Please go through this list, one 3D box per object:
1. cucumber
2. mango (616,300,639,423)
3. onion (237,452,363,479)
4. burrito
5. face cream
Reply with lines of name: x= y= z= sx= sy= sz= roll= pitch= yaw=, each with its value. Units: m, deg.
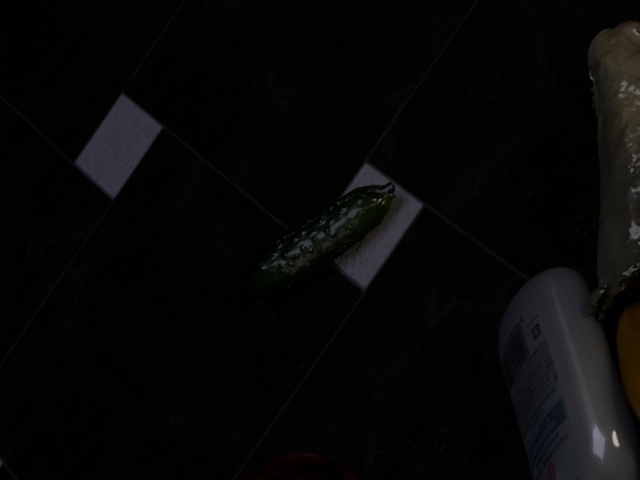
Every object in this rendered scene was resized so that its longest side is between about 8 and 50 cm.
cucumber: x=0.000 y=0.000 z=2.037 sx=0.227 sy=0.069 sz=0.069 roll=-35 pitch=49 yaw=17
mango: x=0.338 y=0.138 z=1.611 sx=0.102 sy=0.141 sz=0.217 roll=-65 pitch=32 yaw=34
onion: x=-0.034 y=0.349 z=1.775 sx=0.281 sy=0.221 sz=0.281 roll=-9 pitch=63 yaw=17
burrito: x=0.353 y=-0.083 z=1.715 sx=0.175 sy=0.107 sz=0.348 roll=-2 pitch=59 yaw=13
face cream: x=0.252 y=0.197 z=1.665 sx=0.163 sy=0.080 sz=0.337 roll=110 pitch=154 yaw=-49
